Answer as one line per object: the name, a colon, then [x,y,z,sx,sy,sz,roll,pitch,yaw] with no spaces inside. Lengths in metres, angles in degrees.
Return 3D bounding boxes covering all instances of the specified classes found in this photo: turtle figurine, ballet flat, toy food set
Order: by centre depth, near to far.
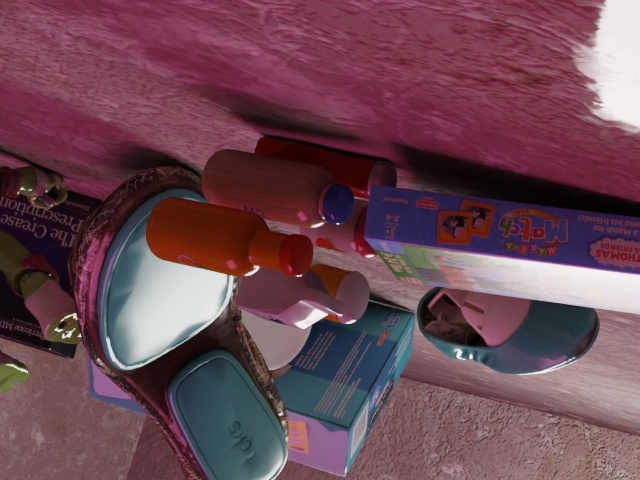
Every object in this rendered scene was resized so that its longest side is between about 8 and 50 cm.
toy food set: [0.000,0.000,0.874,0.104,0.111,0.232,13,169,31]
ballet flat: [0.152,0.072,1.205,0.087,0.083,0.247,34,166,-16]
ballet flat: [-0.153,0.074,1.284,0.182,0.164,0.483,46,162,37]
turtle figurine: [-0.339,0.024,1.379,0.198,0.266,0.275,-21,153,-29]

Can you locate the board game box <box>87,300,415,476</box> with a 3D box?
board game box: [-0.080,0.143,1.662,0.336,0.079,0.254,15,-147,16]

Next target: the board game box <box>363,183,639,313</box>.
board game box: [0.144,0.011,0.836,0.211,0.039,0.160,7,170,12]

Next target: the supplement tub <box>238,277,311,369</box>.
supplement tub: [-0.119,0.070,1.518,0.199,0.144,0.144,9,169,45]

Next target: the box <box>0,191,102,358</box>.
box: [-0.394,0.014,1.562,0.261,0.184,0.103,15,173,9]
